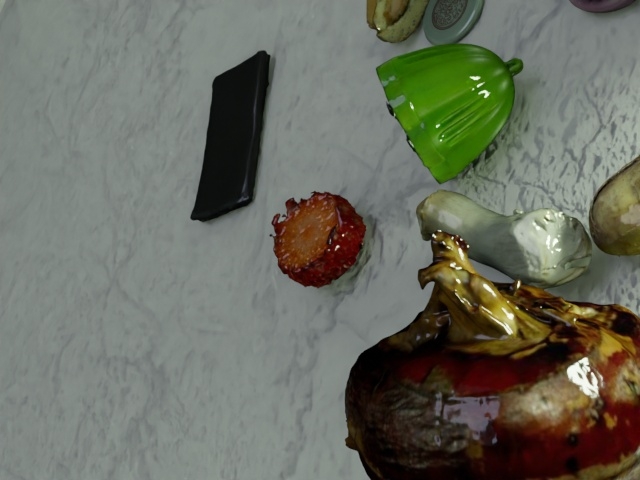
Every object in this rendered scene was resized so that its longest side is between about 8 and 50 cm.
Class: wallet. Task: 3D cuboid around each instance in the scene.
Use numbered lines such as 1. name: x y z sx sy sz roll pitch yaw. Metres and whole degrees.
1. wallet: -0.149 -0.171 2.077 0.146 0.030 0.285 -16 60 42

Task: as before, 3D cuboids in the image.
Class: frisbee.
1. frisbee: 0.187 -0.326 1.764 0.110 0.014 0.110 -27 51 39

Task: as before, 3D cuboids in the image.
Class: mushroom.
1. mushroom: 0.216 -0.003 1.484 0.278 0.096 0.099 21 86 57

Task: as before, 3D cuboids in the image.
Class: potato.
1. potato: 0.363 -0.045 1.336 0.170 0.080 0.107 -45 49 29

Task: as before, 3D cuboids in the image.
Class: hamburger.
1. hamburger: 0.114 -0.375 1.833 0.102 0.087 0.176 -158 81 -70

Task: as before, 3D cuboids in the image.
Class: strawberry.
1. strawberry: 0.000 0.000 1.750 0.145 0.086 0.145 -25 54 40

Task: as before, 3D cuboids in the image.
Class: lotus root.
1. lotus root: 0.184 -0.186 1.587 0.186 0.186 0.186 -28 51 39

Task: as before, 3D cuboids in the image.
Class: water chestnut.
1. water chestnut: 0.179 0.147 1.256 0.335 0.335 0.347 0 106 51

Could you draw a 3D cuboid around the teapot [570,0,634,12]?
1. teapot: 0.348 -0.360 1.509 0.146 0.116 0.148 29 90 43
